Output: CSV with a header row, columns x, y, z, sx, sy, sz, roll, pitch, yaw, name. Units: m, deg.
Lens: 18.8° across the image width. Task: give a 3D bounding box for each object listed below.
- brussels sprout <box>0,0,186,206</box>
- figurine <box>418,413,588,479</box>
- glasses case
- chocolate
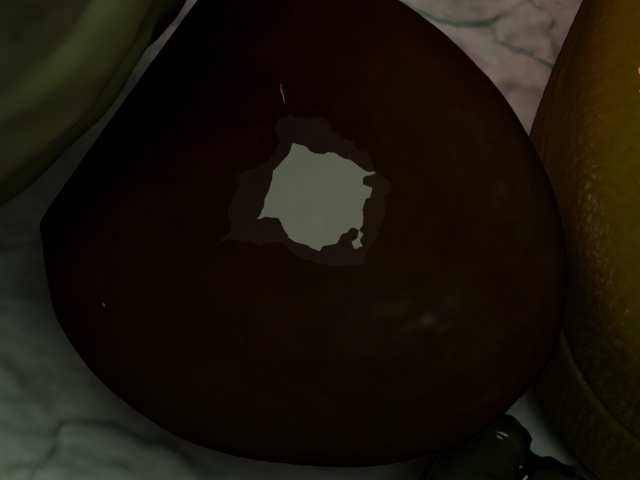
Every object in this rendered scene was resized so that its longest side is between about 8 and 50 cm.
x,y,z,sx,sy,sz,roll,pitch,yaw,name
-0.148,-0.131,0.591,0.242,0.316,0.274,39,30,-17,brussels sprout
0.022,0.140,0.612,0.114,0.108,0.196,42,47,-16,figurine
0.189,-0.080,0.710,0.173,0.141,0.371,29,64,2,glasses case
0.000,0.000,0.634,0.176,0.177,0.177,4,66,-10,chocolate
